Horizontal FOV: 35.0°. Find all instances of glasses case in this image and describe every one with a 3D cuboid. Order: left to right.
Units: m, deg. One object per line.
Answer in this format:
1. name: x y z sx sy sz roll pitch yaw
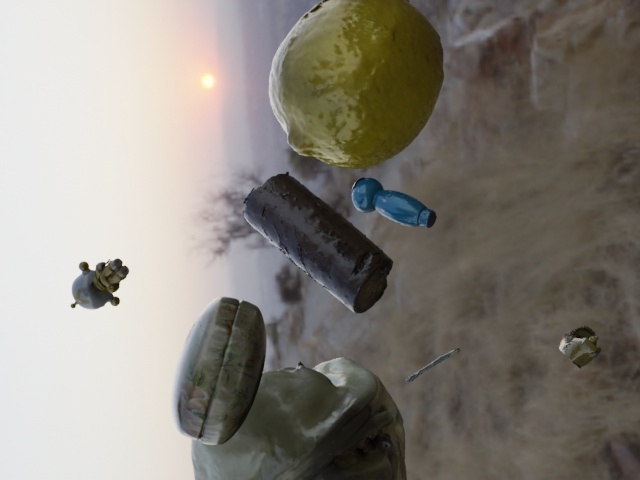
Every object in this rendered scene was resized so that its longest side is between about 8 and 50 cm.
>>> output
1. glasses case: -0.123 0.158 1.218 0.425 0.098 0.156 128 157 -80

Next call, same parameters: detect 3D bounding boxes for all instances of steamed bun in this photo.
1. steamed bun: -0.004 0.349 1.555 0.247 0.339 0.352 10 114 55

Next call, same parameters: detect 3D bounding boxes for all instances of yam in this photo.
1. yam: 0.000 -0.001 1.785 0.280 0.131 0.131 39 157 22

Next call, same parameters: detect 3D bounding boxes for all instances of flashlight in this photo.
1. flashlight: 0.099 -0.050 1.400 0.051 0.129 0.051 -33 -46 -42

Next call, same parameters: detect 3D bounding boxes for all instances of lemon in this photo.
1. lemon: 0.059 -0.245 1.508 0.310 0.254 0.253 -54 -15 -21

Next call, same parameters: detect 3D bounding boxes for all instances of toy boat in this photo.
1. toy boat: 0.342 0.136 1.331 0.047 0.049 0.149 43 -174 9

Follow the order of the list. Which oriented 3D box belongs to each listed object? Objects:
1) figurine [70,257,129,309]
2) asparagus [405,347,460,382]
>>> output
1. figurine: -0.416 0.086 1.928 0.068 0.143 0.101 -51 -52 -54
2. asparagus: 0.249 0.279 2.271 0.013 0.166 0.016 4 -123 -49
